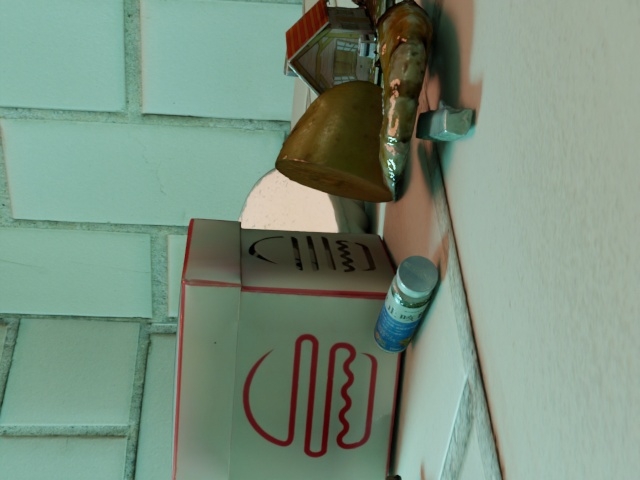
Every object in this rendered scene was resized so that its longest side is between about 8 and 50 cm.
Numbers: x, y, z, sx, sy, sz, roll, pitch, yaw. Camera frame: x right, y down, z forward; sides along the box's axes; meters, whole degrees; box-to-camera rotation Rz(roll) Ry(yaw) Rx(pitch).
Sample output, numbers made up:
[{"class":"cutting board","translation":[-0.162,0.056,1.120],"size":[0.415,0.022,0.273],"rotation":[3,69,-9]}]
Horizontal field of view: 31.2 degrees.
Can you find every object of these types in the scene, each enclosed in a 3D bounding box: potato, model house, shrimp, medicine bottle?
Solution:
[{"class":"potato","translation":[0.040,-0.147,1.602],"size":[0.203,0.178,0.158],"rotation":[59,-133,-74]},{"class":"model house","translation":[0.021,-0.339,1.864],"size":[0.294,0.154,0.207],"rotation":[-98,11,-66]},{"class":"shrimp","translation":[0.094,-0.180,1.404],"size":[0.365,0.071,0.233],"rotation":[-86,2,-72]},{"class":"medicine bottle","translation":[0.100,0.079,1.372],"size":[0.191,0.051,0.051],"rotation":[101,170,-63]}]

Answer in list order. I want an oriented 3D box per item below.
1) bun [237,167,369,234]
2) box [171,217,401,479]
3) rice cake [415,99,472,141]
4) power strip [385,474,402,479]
[{"class":"bun","translation":[0.000,0.000,1.929],"size":[0.263,0.175,0.263],"rotation":[-5,83,44]},{"class":"box","translation":[-0.054,0.159,1.628],"size":[0.314,0.300,0.312],"rotation":[-103,17,-73]},{"class":"rice cake","translation":[0.132,-0.129,1.241],"size":[0.180,0.030,0.042],"rotation":[-144,63,-84]},{"class":"power strip","translation":[0.088,0.442,1.265],"size":[0.092,0.066,0.387],"rotation":[105,167,-55]}]
